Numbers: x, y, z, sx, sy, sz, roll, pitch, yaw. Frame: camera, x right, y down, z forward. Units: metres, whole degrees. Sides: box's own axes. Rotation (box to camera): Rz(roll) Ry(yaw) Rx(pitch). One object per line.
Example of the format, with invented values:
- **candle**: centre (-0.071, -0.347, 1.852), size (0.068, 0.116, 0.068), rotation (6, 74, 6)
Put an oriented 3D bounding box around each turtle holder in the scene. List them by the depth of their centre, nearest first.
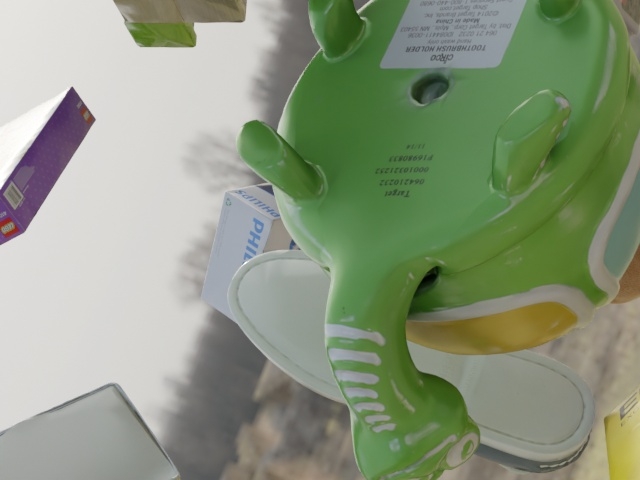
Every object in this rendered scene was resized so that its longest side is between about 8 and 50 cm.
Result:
- **turtle holder**: centre (0.105, -0.023, 1.027), size (0.227, 0.243, 0.320), rotation (54, -160, -43)

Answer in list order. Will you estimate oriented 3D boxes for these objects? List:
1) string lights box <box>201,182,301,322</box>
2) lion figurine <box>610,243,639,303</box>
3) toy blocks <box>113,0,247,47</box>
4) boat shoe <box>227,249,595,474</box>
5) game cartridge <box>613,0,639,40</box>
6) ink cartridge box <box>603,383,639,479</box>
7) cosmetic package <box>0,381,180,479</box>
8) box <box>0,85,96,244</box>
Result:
- **string lights box**: centre (0.000, 0.000, 1.774), size (0.260, 0.077, 0.133), rotation (-13, -54, -46)
- **lion figurine**: centre (0.409, -0.019, 1.889), size (0.392, 0.240, 0.142), rotation (-26, -2, 4)
- **toy blocks**: centre (-0.115, -0.332, 1.153), size (0.381, 0.191, 0.261), rotation (65, -153, -71)
- **boat shoe**: centre (0.069, 0.108, 1.341), size (0.116, 0.319, 0.099), rotation (-62, -16, -21)
- **game cartridge**: centre (0.359, -0.397, 1.998), size (0.230, 0.068, 0.355), rotation (17, -98, -60)
- **ink cartridge box**: centre (0.324, 0.067, 1.138), size (0.303, 0.072, 0.307), rotation (-47, 7, 16)
- **cosmetic package**: centre (-0.198, 0.275, 1.302), size (0.160, 0.113, 0.309), rotation (-24, -39, -23)
- **box**: centre (-0.389, -0.058, 1.889), size (0.201, 0.057, 0.293), rotation (-25, 22, 22)
